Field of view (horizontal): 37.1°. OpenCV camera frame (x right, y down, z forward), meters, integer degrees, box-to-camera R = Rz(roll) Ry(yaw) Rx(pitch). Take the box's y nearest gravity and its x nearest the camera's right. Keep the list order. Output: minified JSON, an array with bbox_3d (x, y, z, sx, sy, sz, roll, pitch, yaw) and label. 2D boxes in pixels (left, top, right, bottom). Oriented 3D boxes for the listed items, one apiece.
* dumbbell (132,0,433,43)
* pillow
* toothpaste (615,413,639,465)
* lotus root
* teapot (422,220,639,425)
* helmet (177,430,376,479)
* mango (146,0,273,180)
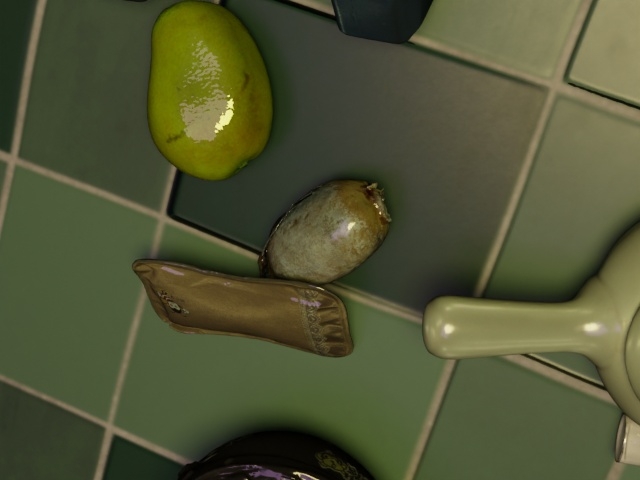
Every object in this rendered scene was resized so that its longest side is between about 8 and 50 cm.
[{"bbox_3d":[-0.057,-0.266,0.801,0.324,0.144,0.160,13,105,15],"label":"dumbbell"},{"bbox_3d":[-0.075,0.064,0.923,0.217,0.033,0.130,10,146,16],"label":"pillow"},{"bbox_3d":[0.364,0.189,0.842,0.193,0.045,0.071,9,109,9],"label":"toothpaste"},{"bbox_3d":[-0.002,-0.001,0.887,0.165,0.088,0.088,-34,92,33],"label":"lotus root"},{"bbox_3d":[0.267,0.088,0.787,0.318,0.149,0.220,-24,94,20],"label":"teapot"},{"bbox_3d":[-0.019,0.293,0.922,0.279,0.160,0.230,39,112,-8],"label":"helmet"},{"bbox_3d":[-0.101,-0.136,0.875,0.117,0.089,0.163,6,105,15],"label":"mango"}]
